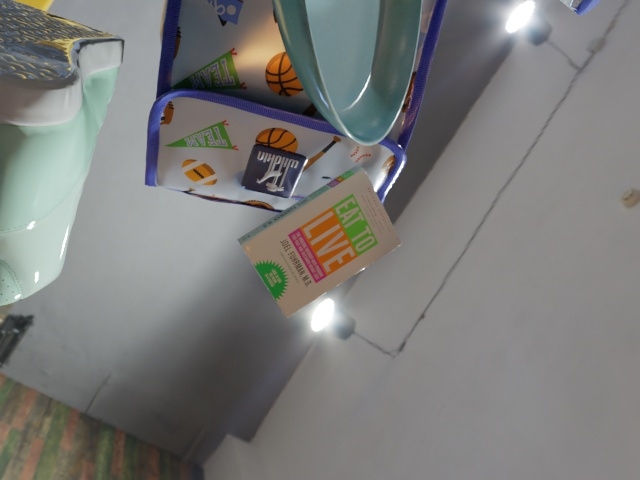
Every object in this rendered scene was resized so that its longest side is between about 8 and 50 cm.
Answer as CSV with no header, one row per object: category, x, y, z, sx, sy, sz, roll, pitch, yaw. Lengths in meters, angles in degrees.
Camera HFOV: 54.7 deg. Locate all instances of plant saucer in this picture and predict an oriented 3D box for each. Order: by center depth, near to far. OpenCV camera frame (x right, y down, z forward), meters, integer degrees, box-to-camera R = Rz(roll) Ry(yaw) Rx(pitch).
plant saucer,0.028,-0.238,0.502,0.043,0.318,0.318,6,-126,22

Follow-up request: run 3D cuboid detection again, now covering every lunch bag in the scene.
lunch bag,-0.040,-0.216,0.786,0.239,0.327,0.386,-106,-150,-64

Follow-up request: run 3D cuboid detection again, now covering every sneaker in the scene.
sneaker,-0.191,-0.064,0.395,0.256,0.094,0.151,-111,-142,-61

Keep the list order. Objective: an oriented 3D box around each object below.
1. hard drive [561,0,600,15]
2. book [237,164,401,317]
hard drive,0.270,-0.289,0.343,0.210,0.040,0.319,-48,176,-11
book,0.000,0.000,0.634,0.144,0.096,0.035,-33,-153,-8
